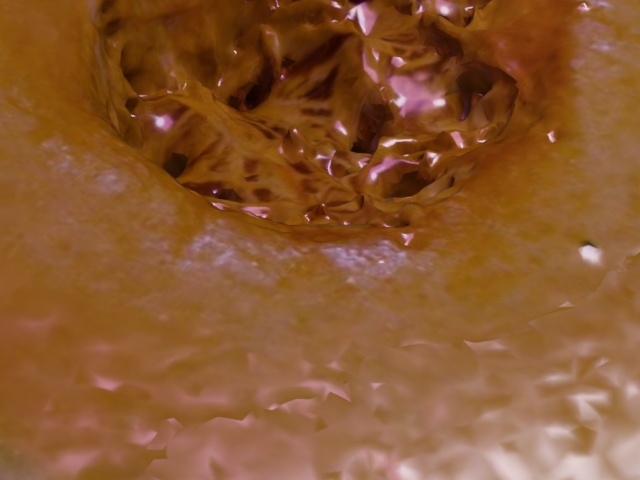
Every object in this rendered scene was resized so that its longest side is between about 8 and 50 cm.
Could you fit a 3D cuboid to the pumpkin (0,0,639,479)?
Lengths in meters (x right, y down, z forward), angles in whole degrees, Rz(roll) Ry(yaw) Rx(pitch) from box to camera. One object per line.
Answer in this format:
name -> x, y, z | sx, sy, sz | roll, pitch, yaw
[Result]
pumpkin -> 0.000, 0.000, 0.565 | 0.332, 0.199, 0.332 | 3, 51, -4
